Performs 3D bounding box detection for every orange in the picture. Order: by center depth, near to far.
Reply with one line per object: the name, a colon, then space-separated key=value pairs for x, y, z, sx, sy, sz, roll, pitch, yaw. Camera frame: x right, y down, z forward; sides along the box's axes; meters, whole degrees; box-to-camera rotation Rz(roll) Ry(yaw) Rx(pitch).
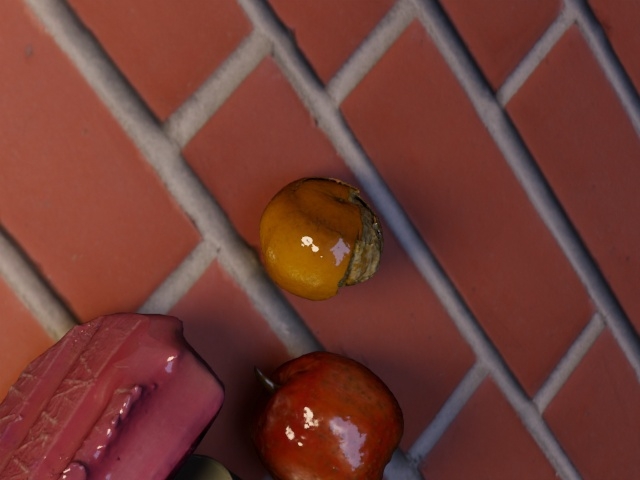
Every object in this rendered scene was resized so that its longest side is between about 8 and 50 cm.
orange: x=0.000 y=0.000 z=1.961 sx=0.156 sy=0.157 sz=0.134 roll=3 pitch=135 yaw=-38

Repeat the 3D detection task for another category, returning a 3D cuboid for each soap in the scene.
soap: x=-0.252 y=0.215 z=1.751 sx=0.127 sy=0.220 sz=0.325 roll=53 pitch=57 yaw=-34

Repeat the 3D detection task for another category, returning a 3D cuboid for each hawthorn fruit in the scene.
hawthorn fruit: x=-0.006 y=0.213 z=1.971 sx=0.200 sy=0.179 sz=0.179 roll=38 pitch=73 yaw=-22

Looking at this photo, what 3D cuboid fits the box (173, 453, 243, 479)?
box: x=-0.131 y=0.368 z=1.855 sx=0.149 sy=0.226 sz=0.226 roll=40 pitch=72 yaw=-34
